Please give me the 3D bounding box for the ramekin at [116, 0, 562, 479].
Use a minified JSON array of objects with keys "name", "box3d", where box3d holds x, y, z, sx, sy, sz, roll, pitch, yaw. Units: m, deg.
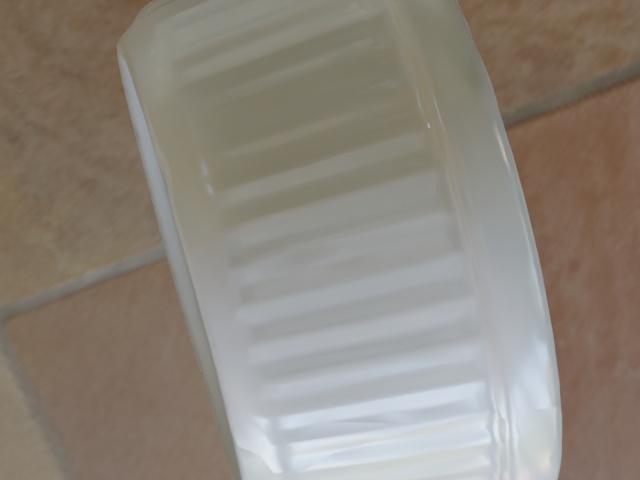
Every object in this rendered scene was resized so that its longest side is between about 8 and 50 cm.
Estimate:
[{"name":"ramekin","box3d":[0.000,0.000,0.793,0.127,0.273,0.273,-16,105,-7]}]
